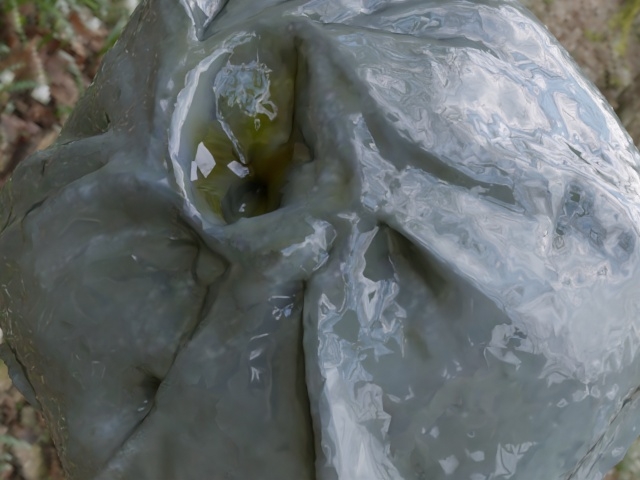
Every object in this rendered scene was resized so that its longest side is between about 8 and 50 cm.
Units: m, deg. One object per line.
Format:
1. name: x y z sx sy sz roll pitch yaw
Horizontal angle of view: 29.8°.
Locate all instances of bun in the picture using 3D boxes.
1. bun: 0.006 0.001 0.583 0.354 0.354 0.194 55 -8 30
